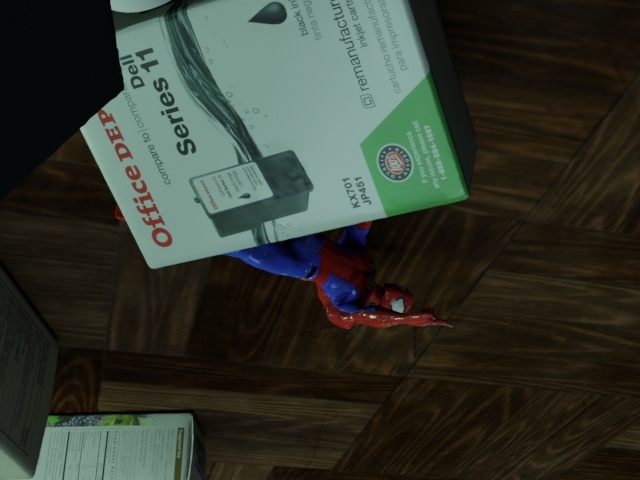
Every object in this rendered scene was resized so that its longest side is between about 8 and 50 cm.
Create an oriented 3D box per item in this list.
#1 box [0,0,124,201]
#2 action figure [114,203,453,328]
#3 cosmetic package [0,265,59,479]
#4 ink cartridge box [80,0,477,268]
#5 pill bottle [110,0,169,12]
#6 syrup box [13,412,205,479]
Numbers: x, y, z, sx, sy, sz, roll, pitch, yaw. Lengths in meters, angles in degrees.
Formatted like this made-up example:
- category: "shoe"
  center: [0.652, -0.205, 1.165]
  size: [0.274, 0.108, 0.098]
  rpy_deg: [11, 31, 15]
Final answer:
- category: "box"
  center: [-0.214, -0.151, 0.372]
  size: [0.261, 0.103, 0.184]
  rpy_deg: [31, 153, 14]
- category: "action figure"
  center: [0.000, 0.000, 0.734]
  size: [0.139, 0.091, 0.280]
  rpy_deg: [-10, 150, 43]
- category: "cosmetic package"
  center: [-0.345, 0.092, 0.833]
  size: [0.129, 0.153, 0.296]
  rpy_deg: [-2, 147, 5]
- category: "ink cartridge box"
  center: [-0.030, -0.082, 0.562]
  size: [0.208, 0.087, 0.153]
  rpy_deg: [-13, 117, 20]
- category: "pill bottle"
  center: [-0.114, -0.187, 0.435]
  size: [0.094, 0.094, 0.169]
  rpy_deg: [-10, 147, 14]
- category: "syrup box"
  center: [-0.266, 0.272, 1.174]
  size: [0.237, 0.096, 0.093]
  rpy_deg: [-2, 150, 2]
